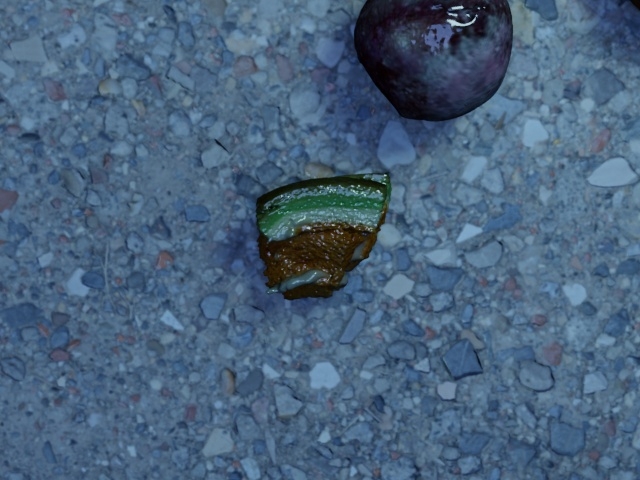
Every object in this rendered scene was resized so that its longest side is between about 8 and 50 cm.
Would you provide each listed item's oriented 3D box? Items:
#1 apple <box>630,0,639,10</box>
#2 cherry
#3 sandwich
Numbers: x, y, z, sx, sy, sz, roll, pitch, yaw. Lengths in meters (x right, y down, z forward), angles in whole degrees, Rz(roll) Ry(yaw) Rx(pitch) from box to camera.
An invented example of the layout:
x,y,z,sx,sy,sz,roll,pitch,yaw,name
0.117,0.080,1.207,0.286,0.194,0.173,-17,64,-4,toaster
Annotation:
x,y,z,sx,sy,sz,roll,pitch,yaw,name
0.440,-0.339,1.694,0.156,0.147,0.158,41,92,25,apple
0.143,-0.237,1.702,0.195,0.195,0.195,0,103,0,cherry
0.009,-0.003,1.788,0.185,0.109,0.160,-10,100,3,sandwich
